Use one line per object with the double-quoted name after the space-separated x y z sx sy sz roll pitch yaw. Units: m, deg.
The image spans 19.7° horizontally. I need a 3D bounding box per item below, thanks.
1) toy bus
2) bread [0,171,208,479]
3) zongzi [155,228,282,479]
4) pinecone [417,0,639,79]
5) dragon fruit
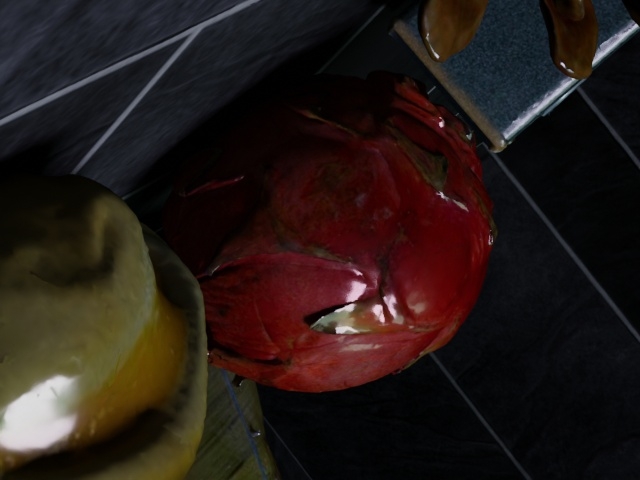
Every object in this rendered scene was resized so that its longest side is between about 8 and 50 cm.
0.190 -0.197 1.314 0.275 0.138 0.167 -41 179 13 "toy bus"
-0.186 0.125 1.051 0.341 0.210 0.300 -52 175 22 "bread"
-0.089 0.138 1.464 0.160 0.323 0.360 -33 -177 32 "zongzi"
0.141 -0.177 0.834 0.202 0.201 0.229 -69 170 -47 "pinecone"
0.007 -0.006 1.344 0.252 0.241 0.241 -20 166 -37 "dragon fruit"
